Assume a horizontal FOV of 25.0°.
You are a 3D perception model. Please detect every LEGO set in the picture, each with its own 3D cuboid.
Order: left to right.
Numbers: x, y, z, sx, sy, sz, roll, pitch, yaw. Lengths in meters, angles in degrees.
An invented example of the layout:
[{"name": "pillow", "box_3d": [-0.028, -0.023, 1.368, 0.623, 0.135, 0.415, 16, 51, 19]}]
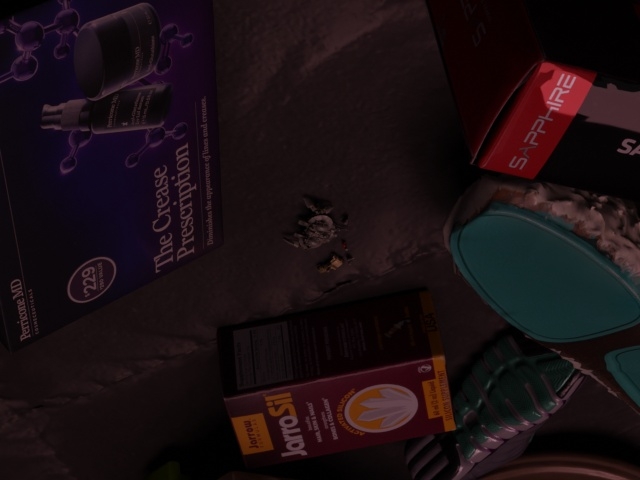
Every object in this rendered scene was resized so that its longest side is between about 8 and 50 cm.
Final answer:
[{"name": "LEGO set", "box_3d": [0.003, 0.000, 1.159, 0.054, 0.023, 0.083, -31, 130, 20]}]

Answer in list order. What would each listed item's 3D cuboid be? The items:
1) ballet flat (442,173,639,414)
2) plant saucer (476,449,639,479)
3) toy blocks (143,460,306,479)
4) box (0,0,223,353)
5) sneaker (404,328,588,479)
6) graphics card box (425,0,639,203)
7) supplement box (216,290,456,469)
[{"name": "ballet flat", "box_3d": [0.239, 0.040, 1.165, 0.147, 0.147, 0.409, -34, 128, 22]}, {"name": "plant saucer", "box_3d": [0.237, 0.312, 1.444, 0.278, 0.041, 0.278, 3, 133, 3]}, {"name": "toy blocks", "box_3d": [-0.052, 0.331, 1.370, 0.261, 0.190, 0.381, 15, 143, -35]}, {"name": "box", "box_3d": [-0.167, -0.078, 0.954, 0.184, 0.103, 0.261, -26, 139, -25]}, {"name": "sneaker", "box_3d": [0.176, 0.148, 1.308, 0.098, 0.083, 0.224, 8, 139, -47]}, {"name": "graphics card box", "box_3d": [0.259, -0.114, 0.949, 0.371, 0.232, 0.094, 13, 129, -19]}, {"name": "supplement box", "box_3d": [0.014, 0.120, 1.235, 0.188, 0.081, 0.104, -11, 134, 2]}]
